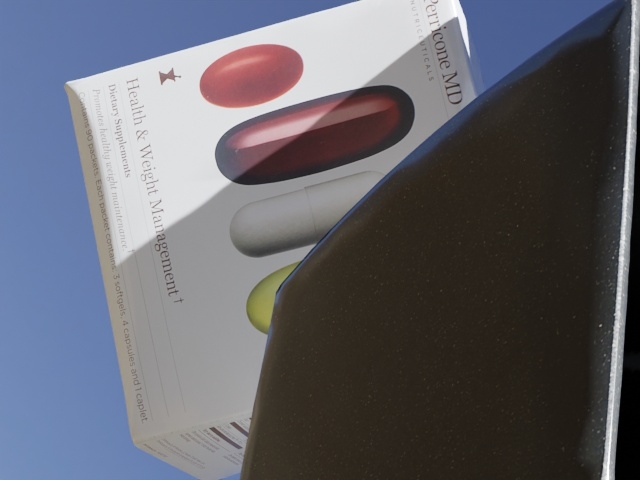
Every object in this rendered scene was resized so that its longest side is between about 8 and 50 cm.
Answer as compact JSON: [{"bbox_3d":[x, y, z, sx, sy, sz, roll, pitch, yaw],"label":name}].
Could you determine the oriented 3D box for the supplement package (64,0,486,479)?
[{"bbox_3d":[0.000,0.000,1.014,0.149,0.203,0.194,51,25,-73],"label":"supplement package"}]

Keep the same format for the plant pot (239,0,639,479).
[{"bbox_3d":[0.078,0.067,0.620,0.167,0.188,0.187,-21,-47,36],"label":"plant pot"}]
